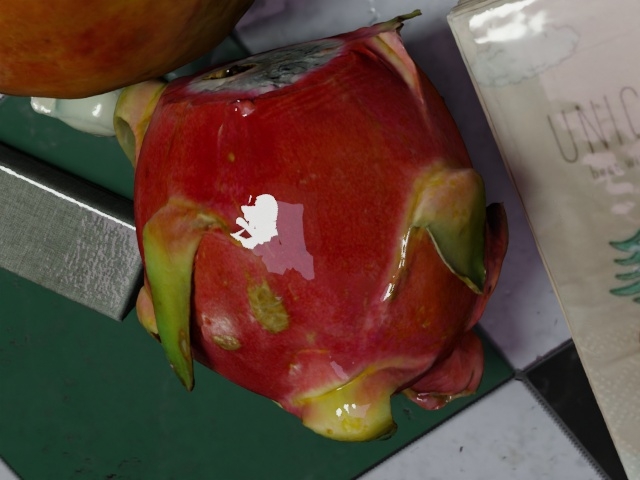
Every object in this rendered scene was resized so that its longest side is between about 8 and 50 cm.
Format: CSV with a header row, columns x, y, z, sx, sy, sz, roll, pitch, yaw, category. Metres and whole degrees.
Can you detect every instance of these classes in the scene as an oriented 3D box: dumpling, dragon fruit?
x,y,z,sx,sy,sz,roll,pitch,yaw,category
-0.137,-0.095,0.760,0.077,0.043,0.059,11,96,24,dumpling
-0.003,-0.004,0.683,0.224,0.224,0.227,-2,112,12,dragon fruit

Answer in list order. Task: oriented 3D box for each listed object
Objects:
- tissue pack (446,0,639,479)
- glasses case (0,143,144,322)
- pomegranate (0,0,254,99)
x,y,z,sx,sy,sz,roll,pitch,yaw,category
0.210,-0.015,0.701,0.170,0.071,0.325,-18,106,19,tissue pack
-0.206,-0.023,0.797,0.205,0.047,0.071,24,109,2,glasses case
-0.149,-0.206,0.623,0.270,0.229,0.252,12,121,19,pomegranate
